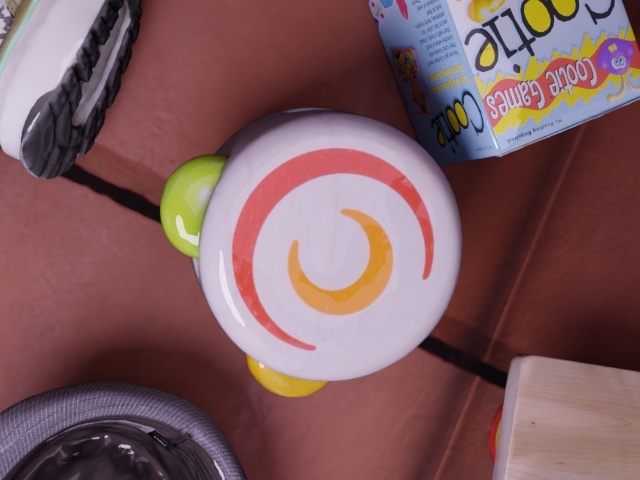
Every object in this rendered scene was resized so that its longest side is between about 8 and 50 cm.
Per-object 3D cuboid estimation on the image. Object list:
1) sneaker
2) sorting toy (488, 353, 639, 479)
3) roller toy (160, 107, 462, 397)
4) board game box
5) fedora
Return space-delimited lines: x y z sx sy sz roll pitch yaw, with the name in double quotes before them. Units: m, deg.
"sneaker" -0.194 -0.260 0.859 0.182 0.158 0.410 20 79 1
"sorting toy" 0.246 0.235 0.994 0.257 0.089 0.255 10 86 -15
"roller toy" 0.000 0.000 0.898 0.191 0.146 0.209 -31 103 -5
"board game box" 0.122 -0.212 0.937 0.142 0.144 0.275 -22 96 -16
"fedora" -0.174 0.234 0.850 0.244 0.124 0.275 30 68 -18
